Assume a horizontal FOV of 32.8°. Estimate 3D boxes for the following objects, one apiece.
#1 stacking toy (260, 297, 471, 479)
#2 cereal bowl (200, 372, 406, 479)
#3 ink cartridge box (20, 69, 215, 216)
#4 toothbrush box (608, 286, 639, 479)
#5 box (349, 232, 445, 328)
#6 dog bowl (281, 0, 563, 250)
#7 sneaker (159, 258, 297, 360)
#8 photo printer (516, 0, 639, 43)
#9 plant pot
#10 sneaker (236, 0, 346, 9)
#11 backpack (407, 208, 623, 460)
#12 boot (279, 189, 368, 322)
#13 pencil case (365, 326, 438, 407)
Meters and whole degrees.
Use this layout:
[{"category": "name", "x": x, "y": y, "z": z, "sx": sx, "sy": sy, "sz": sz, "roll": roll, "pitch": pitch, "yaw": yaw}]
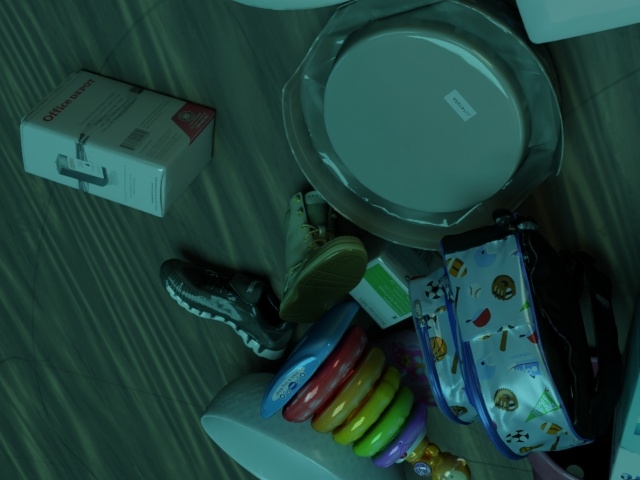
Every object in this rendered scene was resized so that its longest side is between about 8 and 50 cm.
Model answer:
[{"category": "stacking toy", "x": 0.082, "y": 0.243, "z": 1.477, "sx": 0.302, "sy": 0.166, "sz": 0.175, "roll": 40, "pitch": 119, "yaw": -1}, {"category": "cereal bowl", "x": -0.008, "y": 0.310, "z": 1.680, "sx": 0.339, "sy": 0.141, "sz": 0.339, "roll": 28, "pitch": 157, "yaw": 13}, {"category": "ink cartridge box", "x": -0.277, "y": -0.137, "z": 1.492, "sx": 0.218, "sy": 0.158, "sz": 0.092, "roll": 20, "pitch": 132, "yaw": 12}, {"category": "toothbrush box", "x": 0.431, "y": 0.136, "z": 1.283, "sx": 0.126, "sy": 0.216, "sz": 0.295, "roll": 9, "pitch": 130, "yaw": 12}, {"category": "box", "x": 0.098, "y": 0.043, "z": 1.485, "sx": 0.101, "sy": 0.102, "sz": 0.087, "roll": 47, "pitch": 133, "yaw": -14}, {"category": "dog bowl", "x": 0.131, "y": -0.157, "z": 1.317, "sx": 0.348, "sy": 0.102, "sz": 0.349, "roll": 13, "pitch": 130, "yaw": 16}, {"category": "sneaker", "x": -0.131, "y": 0.084, "z": 1.649, "sx": 0.234, "sy": 0.078, "sz": 0.106, "roll": 34, "pitch": 129, "yaw": -7}, {"category": "photo printer", "x": 0.283, "y": -0.367, "z": 1.077, "sx": 0.256, "sy": 0.107, "sz": 0.307, "roll": -7, "pitch": 121, "yaw": 30}, {"category": "plant pot", "x": 0.370, "y": 0.287, "z": 1.494, "sx": 0.201, "sy": 0.201, "sz": 0.180, "roll": 18, "pitch": 146, "yaw": 13}, {"category": "sneaker", "x": -0.085, "y": -0.398, "z": 1.216, "sx": 0.322, "sy": 0.130, "sz": 0.236, "roll": 12, "pitch": 133, "yaw": 25}, {"category": "backpack", "x": 0.233, "y": 0.126, "z": 1.292, "sx": 0.213, "sy": 0.263, "sz": 0.276, "roll": -27, "pitch": 155, "yaw": 25}, {"category": "boot", "x": 0.000, "y": 0.000, "z": 1.445, "sx": 0.077, "sy": 0.165, "sz": 0.213, "roll": 11, "pitch": 150, "yaw": -18}, {"category": "pencil case", "x": 0.172, "y": 0.176, "z": 1.540, "sx": 0.284, "sy": 0.124, "sz": 0.124, "roll": -18, "pitch": 115, "yaw": 36}]
